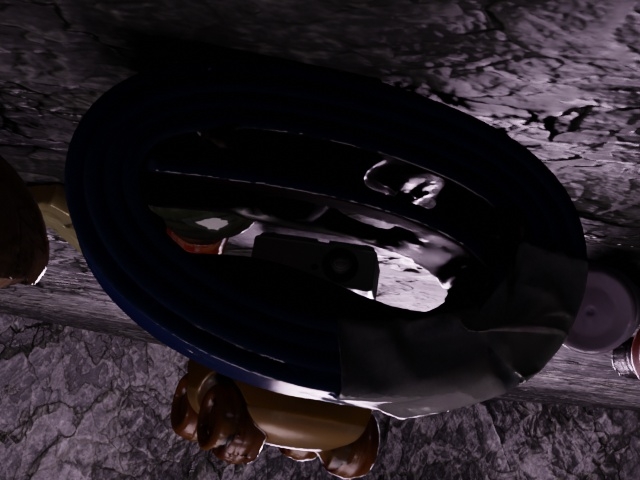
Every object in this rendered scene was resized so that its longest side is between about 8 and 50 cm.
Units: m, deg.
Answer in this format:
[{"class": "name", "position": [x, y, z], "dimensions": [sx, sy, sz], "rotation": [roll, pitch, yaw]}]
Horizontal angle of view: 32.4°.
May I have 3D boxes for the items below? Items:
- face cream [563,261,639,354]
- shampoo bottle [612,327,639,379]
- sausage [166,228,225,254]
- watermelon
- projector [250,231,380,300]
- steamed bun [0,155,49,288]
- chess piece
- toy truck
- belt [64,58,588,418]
[{"class": "face cream", "position": [0.306, 0.070, 1.240], "dimensions": [0.154, 0.096, 0.274], "rotation": [4, -179, 13]}, {"class": "shampoo bottle", "position": [0.472, 0.146, 1.407], "dimensions": [0.104, 0.104, 0.278], "rotation": [12, 169, -17]}, {"class": "sausage", "position": [-0.133, -0.008, 1.185], "dimensions": [0.074, 0.074, 0.274], "rotation": [10, 169, -7]}, {"class": "watermelon", "position": [-0.102, -0.037, 1.006], "dimensions": [0.110, 0.078, 0.078], "rotation": [3, 168, 28]}, {"class": "projector", "position": [-0.004, 0.032, 1.328], "dimensions": [0.147, 0.061, 0.115], "rotation": [8, 171, 6]}, {"class": "steamed bun", "position": [-0.419, -0.037, 0.997], "dimensions": [0.251, 0.199, 0.301], "rotation": [-21, 162, 35]}, {"class": "chess piece", "position": [-0.260, -0.011, 1.301], "dimensions": [0.200, 0.090, 0.090], "rotation": [31, 158, -35]}, {"class": "toy truck", "position": [-0.053, 0.155, 1.297], "dimensions": [0.204, 0.212, 0.288], "rotation": [14, 172, -22]}, {"class": "belt", "position": [0.000, 0.000, 0.751], "dimensions": [0.346, 0.212, 0.117], "rotation": [15, 167, -7]}]
